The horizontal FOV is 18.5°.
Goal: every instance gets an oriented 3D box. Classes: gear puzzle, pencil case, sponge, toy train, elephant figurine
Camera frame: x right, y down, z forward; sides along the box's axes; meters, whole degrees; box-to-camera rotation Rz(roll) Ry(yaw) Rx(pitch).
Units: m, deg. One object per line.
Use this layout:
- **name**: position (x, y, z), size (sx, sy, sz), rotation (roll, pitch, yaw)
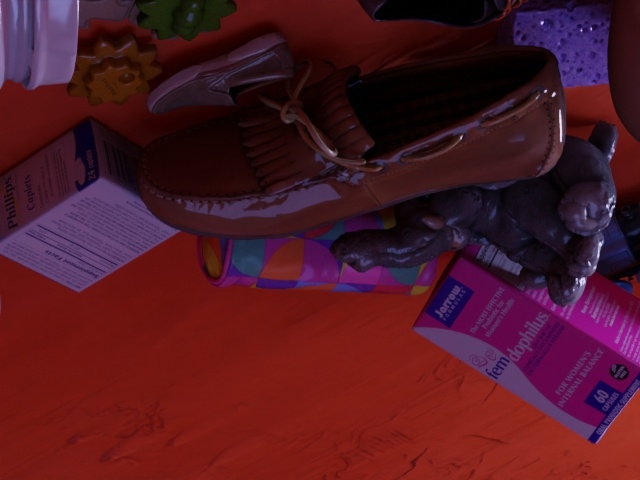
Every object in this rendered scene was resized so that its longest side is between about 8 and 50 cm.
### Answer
- **gear puzzle**: position (-0.135, -0.210, 1.568), size (0.175, 0.044, 0.339), rotation (4, 143, -27)
- **pencil case**: position (0.000, 0.000, 1.896), size (0.236, 0.104, 0.104), rotation (1, 144, -26)
- **sponge**: position (0.261, -0.187, 1.769), size (0.210, 0.031, 0.117), rotation (-7, 146, -11)
- **toy train**: position (0.287, 0.018, 2.049), size (0.184, 0.080, 0.105), rotation (-24, 140, 16)
- **elephant figurine**: position (0.147, -0.045, 1.844), size (0.239, 0.186, 0.169), rotation (16, 106, -1)

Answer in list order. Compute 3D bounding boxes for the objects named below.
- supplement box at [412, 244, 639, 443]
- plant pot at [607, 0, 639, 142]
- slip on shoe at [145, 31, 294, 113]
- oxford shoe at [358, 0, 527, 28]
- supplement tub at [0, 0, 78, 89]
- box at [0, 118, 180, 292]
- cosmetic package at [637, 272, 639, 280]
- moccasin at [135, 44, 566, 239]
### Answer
- **supplement box**: position (0.221, 0.083, 1.964), size (0.220, 0.114, 0.111), rotation (32, 126, 3)
- **plant pot**: position (0.338, -0.161, 1.603), size (0.256, 0.256, 0.274), rotation (-7, 167, -11)
- **slip on shoe**: position (-0.086, -0.134, 1.695), size (0.135, 0.041, 0.051), rotation (-24, 174, 8)
- **oxford shoe**: position (0.150, -0.216, 1.619), size (0.271, 0.098, 0.097), rotation (-5, 146, -14)
- **supplement tub**: position (-0.335, -0.193, 1.348), size (0.316, 0.228, 0.228), rotation (-4, 146, -15)
- **box**: position (-0.215, -0.030, 1.786), size (0.137, 0.072, 0.126), rotation (-30, 144, 22)
- **cosmetic package**: position (0.452, 0.014, 2.011), size (0.238, 0.107, 0.127), rotation (-37, 147, 0)
- **moccasin**: position (0.025, -0.094, 1.713), size (0.380, 0.139, 0.147), rotation (-7, 140, 5)
